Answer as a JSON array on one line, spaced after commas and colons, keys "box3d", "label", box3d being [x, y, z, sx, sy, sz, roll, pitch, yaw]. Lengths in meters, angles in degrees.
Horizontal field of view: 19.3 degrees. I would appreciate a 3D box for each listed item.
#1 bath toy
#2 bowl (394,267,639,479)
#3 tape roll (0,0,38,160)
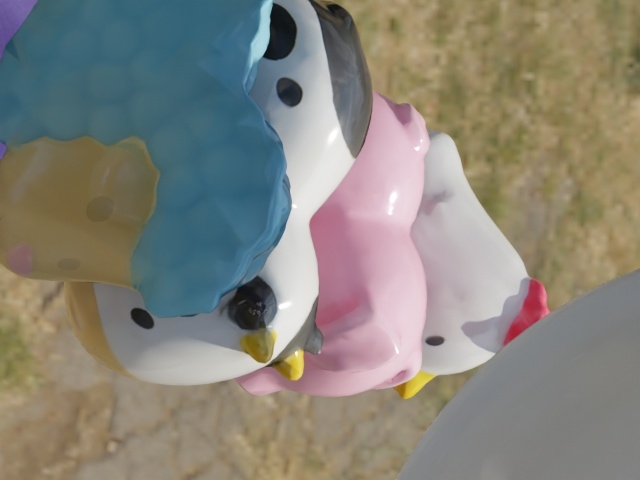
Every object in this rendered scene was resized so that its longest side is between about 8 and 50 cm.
[{"box3d": [0.000, 0.000, 0.731, 0.151, 0.129, 0.348, -55, 157, 3], "label": "bath toy"}, {"box3d": [0.160, 0.154, 0.579, 0.134, 0.298, 0.298, -119, -151, -81], "label": "bowl"}, {"box3d": [-0.221, -0.049, 0.711, 0.275, 0.275, 0.090, -40, 119, -44], "label": "tape roll"}]
